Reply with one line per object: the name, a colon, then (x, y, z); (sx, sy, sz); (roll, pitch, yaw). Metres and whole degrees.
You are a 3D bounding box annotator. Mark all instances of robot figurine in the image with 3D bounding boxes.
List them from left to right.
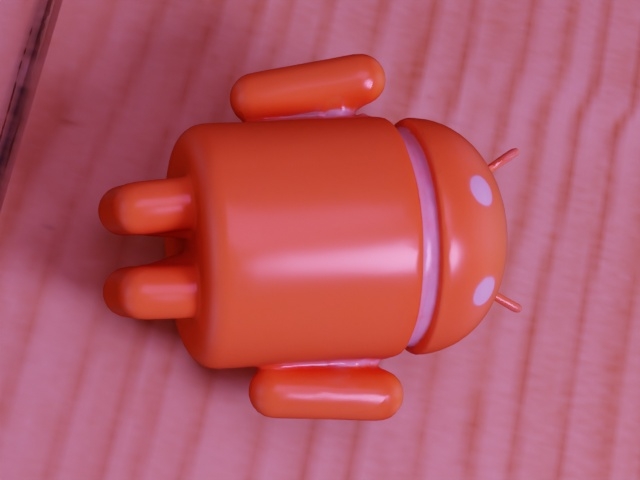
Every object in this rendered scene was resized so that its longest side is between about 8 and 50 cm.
robot figurine: (0.000, -0.002, 0.951); (0.219, 0.128, 0.158); (-2, 51, -15)
